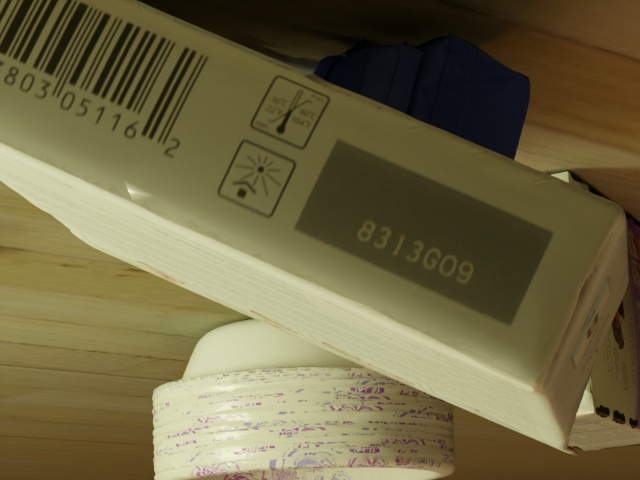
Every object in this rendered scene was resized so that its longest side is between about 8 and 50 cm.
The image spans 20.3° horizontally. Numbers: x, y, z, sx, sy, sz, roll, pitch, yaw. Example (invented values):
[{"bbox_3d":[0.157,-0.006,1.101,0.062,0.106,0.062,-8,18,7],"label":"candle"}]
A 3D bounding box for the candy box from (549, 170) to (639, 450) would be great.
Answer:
[{"bbox_3d":[0.180,0.055,1.261,0.070,0.165,0.196,-10,164,23],"label":"candy box"}]

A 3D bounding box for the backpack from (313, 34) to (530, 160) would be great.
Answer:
[{"bbox_3d":[0.036,-0.056,0.931,0.101,0.098,0.120,29,162,-24],"label":"backpack"}]

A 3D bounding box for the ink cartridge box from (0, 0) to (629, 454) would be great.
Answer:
[{"bbox_3d":[0.000,0.000,0.903,0.308,0.091,0.385,23,174,14],"label":"ink cartridge box"}]

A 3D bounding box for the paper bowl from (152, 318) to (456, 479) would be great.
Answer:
[{"bbox_3d":[-0.017,0.156,1.690,0.284,0.148,0.284,-3,166,-1],"label":"paper bowl"}]
